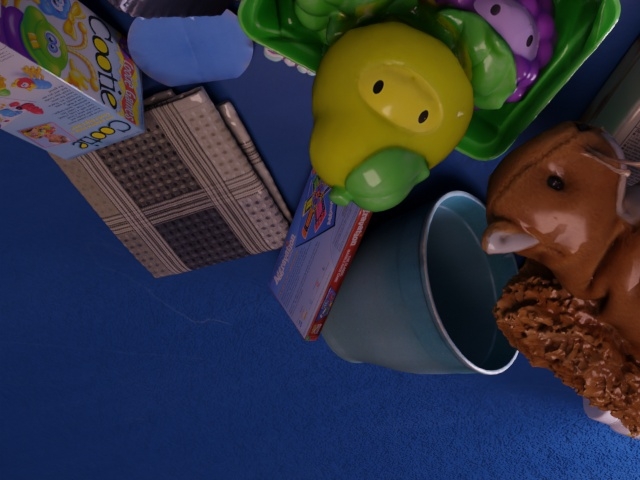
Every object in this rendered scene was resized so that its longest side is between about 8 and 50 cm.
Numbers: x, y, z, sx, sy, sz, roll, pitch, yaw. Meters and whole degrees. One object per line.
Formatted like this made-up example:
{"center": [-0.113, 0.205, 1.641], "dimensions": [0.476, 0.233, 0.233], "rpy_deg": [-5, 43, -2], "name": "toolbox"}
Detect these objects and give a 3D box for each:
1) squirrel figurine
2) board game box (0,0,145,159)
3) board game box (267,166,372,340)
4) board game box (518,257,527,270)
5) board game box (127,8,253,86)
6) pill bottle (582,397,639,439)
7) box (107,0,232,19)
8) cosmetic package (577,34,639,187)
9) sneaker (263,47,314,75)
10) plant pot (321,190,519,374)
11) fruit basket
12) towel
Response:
{"center": [0.350, 0.049, 0.835], "dimensions": [0.371, 0.281, 0.397], "rpy_deg": [22, 128, -1], "name": "squirrel figurine"}
{"center": [-0.367, -0.230, 0.871], "dimensions": [0.144, 0.142, 0.275], "rpy_deg": [-15, 160, 20], "name": "board game box"}
{"center": [0.000, 0.000, 1.056], "dimensions": [0.027, 0.145, 0.281], "rpy_deg": [1, 124, -36], "name": "board game box"}
{"center": [0.493, 0.106, 1.145], "dimensions": [0.336, 0.079, 0.253], "rpy_deg": [20, 130, -8], "name": "board game box"}
{"center": [-0.178, -0.276, 0.952], "dimensions": [0.169, 0.033, 0.133], "rpy_deg": [-7, 150, 4], "name": "board game box"}
{"center": [0.606, 0.311, 1.274], "dimensions": [0.209, 0.119, 0.119], "rpy_deg": [19, 130, -7], "name": "pill bottle"}
{"center": [-0.122, -0.493, 0.461], "dimensions": [0.480, 0.297, 0.472], "rpy_deg": [44, 105, -9], "name": "box"}
{"center": [0.441, -0.147, 0.908], "dimensions": [0.153, 0.129, 0.296], "rpy_deg": [22, 130, -8], "name": "cosmetic package"}
{"center": [-0.025, -0.268, 0.936], "dimensions": [0.098, 0.038, 0.069], "rpy_deg": [16, 131, -5], "name": "sneaker"}
{"center": [0.139, 0.086, 1.082], "dimensions": [0.255, 0.271, 0.271], "rpy_deg": [-17, 127, 41], "name": "plant pot"}
{"center": [0.100, -0.219, 0.747], "dimensions": [0.392, 0.392, 0.283], "rpy_deg": [26, 129, -13], "name": "fruit basket"}
{"center": [-0.231, -0.085, 1.124], "dimensions": [0.312, 0.056, 0.324], "rpy_deg": [-14, 129, 23], "name": "towel"}
